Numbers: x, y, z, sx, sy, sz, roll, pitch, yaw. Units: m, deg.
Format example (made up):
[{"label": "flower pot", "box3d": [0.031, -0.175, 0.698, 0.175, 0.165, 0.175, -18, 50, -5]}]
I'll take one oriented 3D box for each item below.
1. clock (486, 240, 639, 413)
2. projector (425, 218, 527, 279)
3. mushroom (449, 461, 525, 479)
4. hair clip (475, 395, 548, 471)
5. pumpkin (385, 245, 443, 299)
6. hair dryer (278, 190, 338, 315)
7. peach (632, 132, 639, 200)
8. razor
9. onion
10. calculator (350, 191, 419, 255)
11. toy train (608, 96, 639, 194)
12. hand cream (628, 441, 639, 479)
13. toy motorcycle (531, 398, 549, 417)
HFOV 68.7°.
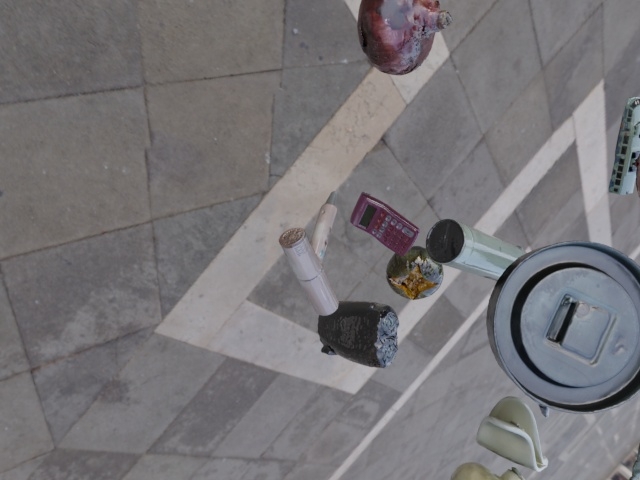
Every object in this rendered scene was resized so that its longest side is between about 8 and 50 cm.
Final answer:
[{"label": "clock", "box3d": [0.477, 0.160, 0.887, 0.319, 0.319, 0.066, -47, 177, -2]}, {"label": "projector", "box3d": [0.395, 0.033, 1.149, 0.337, 0.108, 0.108, 16, 110, -41]}, {"label": "mushroom", "box3d": [0.474, 0.702, 1.256, 0.202, 0.246, 0.246, -40, 140, -3]}, {"label": "hair clip", "box3d": [0.496, 0.517, 1.218, 0.113, 0.172, 0.282, -45, 135, -34]}, {"label": "pumpkin", "box3d": [0.381, 0.127, 1.890, 0.237, 0.159, 0.238, 6, 132, 7]}, {"label": "hair dryer", "box3d": [0.005, 0.007, 0.942, 0.220, 0.053, 0.195, -67, 144, -43]}, {"label": "peach", "box3d": [0.725, -0.074, 0.820, 0.201, 0.257, 0.362, -56, 134, -67]}, {"label": "razor", "box3d": [0.105, 0.281, 1.448, 0.107, 0.326, 0.189, 5, 83, -32]}, {"label": "onion", "box3d": [0.205, -0.526, 1.122, 0.252, 0.219, 0.252, -16, 108, -59]}, {"label": "calculator", "box3d": [0.173, -0.044, 1.273, 0.034, 0.190, 0.127, -47, 168, -38]}, {"label": "toy train", "box3d": [0.675, -0.205, 1.023, 0.043, 0.047, 0.208, -9, 111, -17]}, {"label": "hand cream", "box3d": [0.613, 0.478, 0.918, 0.075, 0.052, 0.248, 1, 112, -40]}, {"label": "toy motorcycle", "box3d": [0.653, 0.435, 1.366, 0.124, 0.061, 0.194, -22, 112, -5]}]
